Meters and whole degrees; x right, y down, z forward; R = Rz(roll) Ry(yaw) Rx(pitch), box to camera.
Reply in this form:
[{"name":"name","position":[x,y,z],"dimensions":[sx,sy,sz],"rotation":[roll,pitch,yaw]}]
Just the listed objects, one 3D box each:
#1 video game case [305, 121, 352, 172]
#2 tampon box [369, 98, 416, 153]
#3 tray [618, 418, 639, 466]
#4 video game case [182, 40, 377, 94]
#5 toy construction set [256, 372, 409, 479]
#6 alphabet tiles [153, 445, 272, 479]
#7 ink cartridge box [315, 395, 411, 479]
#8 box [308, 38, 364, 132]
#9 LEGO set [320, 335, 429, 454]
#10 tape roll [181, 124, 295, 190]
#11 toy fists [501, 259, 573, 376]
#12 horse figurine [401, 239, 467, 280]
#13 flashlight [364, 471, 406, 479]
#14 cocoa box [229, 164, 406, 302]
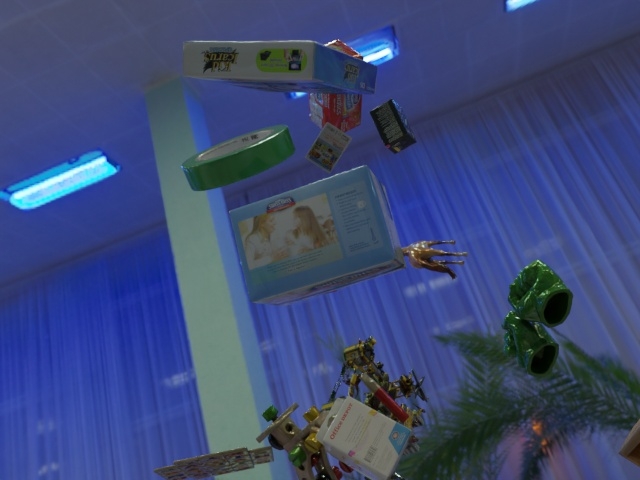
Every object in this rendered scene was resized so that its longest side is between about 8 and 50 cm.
[{"name":"video game case","position":[0.023,-0.269,1.713],"dimensions":[0.087,0.011,0.122],"rotation":[32,-85,-10]},{"name":"tampon box","position":[0.277,-0.433,2.246],"dimensions":[0.101,0.161,0.120],"rotation":[-28,-19,21]},{"name":"tray","position":[0.562,0.296,0.824],"dimensions":[0.076,0.203,0.411],"rotation":[-51,-31,-14]},{"name":"video game case","position":[-0.061,-0.298,1.035],"dimensions":[0.244,0.061,0.269],"rotation":[9,11,25]},{"name":"toy construction set","position":[0.006,0.411,1.305],"dimensions":[0.309,0.237,0.257],"rotation":[-38,-19,-22]},{"name":"alphabet tiles","position":[-0.262,0.576,1.510],"dimensions":[0.285,0.011,0.342],"rotation":[-9,-27,-8]},{"name":"ink cartridge box","position":[0.073,0.349,1.038],"dimensions":[0.092,0.143,0.090],"rotation":[-55,-22,-26]},{"name":"box","position":[0.046,-0.464,1.814],"dimensions":[0.123,0.128,0.257],"rotation":[-30,-35,-22]},{"name":"LEGO set","position":[0.165,0.398,1.516],"dimensions":[0.192,0.255,0.331],"rotation":[-27,11,31]},{"name":"tape roll","position":[-0.232,-0.238,1.679],"dimensions":[0.321,0.321,0.077],"rotation":[-19,-70,3]},{"name":"toy fists","position":[0.497,0.181,1.390],"dimensions":[0.096,0.142,0.279],"rotation":[-5,-60,-8]},{"name":"horse figurine","position":[0.293,0.040,1.583],"dimensions":[0.175,0.066,0.263],"rotation":[-2,13,2]},{"name":"flashlight","position":[0.193,0.564,1.211],"dimensions":[0.103,0.103,0.304],"rotation":[-13,14,-25]},{"name":"cocoa box","position":[0.000,0.000,1.398],"dimensions":[0.347,0.231,0.228],"rotation":[-18,-11,12]}]
